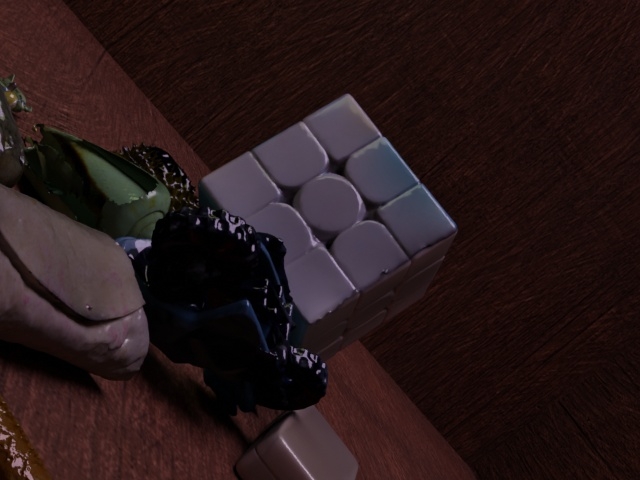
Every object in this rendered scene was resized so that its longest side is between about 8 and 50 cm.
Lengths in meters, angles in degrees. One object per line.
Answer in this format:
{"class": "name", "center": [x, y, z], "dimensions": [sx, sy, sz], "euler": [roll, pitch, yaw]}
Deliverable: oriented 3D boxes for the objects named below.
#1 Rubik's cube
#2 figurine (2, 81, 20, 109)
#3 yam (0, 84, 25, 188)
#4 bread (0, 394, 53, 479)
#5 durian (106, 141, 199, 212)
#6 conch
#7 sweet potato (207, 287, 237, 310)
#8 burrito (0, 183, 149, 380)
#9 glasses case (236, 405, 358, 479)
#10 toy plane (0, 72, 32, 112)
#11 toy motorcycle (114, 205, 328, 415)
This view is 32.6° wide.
{"class": "Rubik's cube", "center": [0.000, 0.000, 1.747], "dimensions": [0.290, 0.291, 0.291], "euler": [54, -18, 15]}
{"class": "figurine", "center": [-0.449, -0.196, 1.541], "dimensions": [0.047, 0.050, 0.083], "euler": [42, 8, -29]}
{"class": "yam", "center": [-0.425, -0.187, 1.213], "dimensions": [0.330, 0.133, 0.133], "euler": [57, 6, 17]}
{"class": "bread", "center": [-0.250, 0.138, 0.815], "dimensions": [0.157, 0.044, 0.052], "euler": [53, -1, 14]}
{"class": "durian", "center": [-0.285, -0.088, 1.743], "dimensions": [0.193, 0.138, 0.237], "euler": [54, 6, 37]}
{"class": "conch", "center": [-0.315, -0.072, 1.450], "dimensions": [0.251, 0.143, 0.137], "euler": [39, -38, 2]}
{"class": "sweet potato", "center": [-0.136, 0.137, 1.715], "dimensions": [0.292, 0.097, 0.097], "euler": [53, 5, 31]}
{"class": "burrito", "center": [-0.265, 0.043, 1.042], "dimensions": [0.299, 0.105, 0.143], "euler": [41, 35, -65]}
{"class": "glasses case", "center": [-0.024, 0.311, 1.511], "dimensions": [0.144, 0.076, 0.336], "euler": [52, 4, 4]}
{"class": "toy plane", "center": [-0.461, -0.216, 1.629], "dimensions": [0.102, 0.040, 0.111], "euler": [45, 8, -43]}
{"class": "toy motorcycle", "center": [-0.142, 0.099, 1.389], "dimensions": [0.416, 0.232, 0.172], "euler": [63, 24, -49]}
